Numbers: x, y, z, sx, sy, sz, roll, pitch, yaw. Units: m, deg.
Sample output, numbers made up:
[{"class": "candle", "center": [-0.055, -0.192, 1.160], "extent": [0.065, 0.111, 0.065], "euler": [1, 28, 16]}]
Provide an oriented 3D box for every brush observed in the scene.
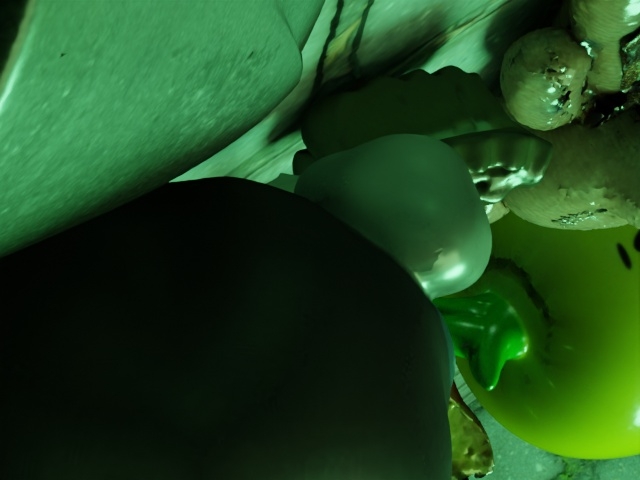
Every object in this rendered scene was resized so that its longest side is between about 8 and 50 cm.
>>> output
[{"class": "brush", "center": [-0.009, -0.026, 0.764], "extent": [0.301, 0.084, 0.071], "euler": [-19, 138, -37]}]

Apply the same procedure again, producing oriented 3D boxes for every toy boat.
[{"class": "toy boat", "center": [-0.069, -0.060, 0.445], "extent": [0.141, 0.092, 0.319], "euler": [-44, 174, 21]}]

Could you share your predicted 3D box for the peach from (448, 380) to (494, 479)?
[{"class": "peach", "center": [-0.054, 0.114, 0.944], "extent": [0.267, 0.159, 0.154], "euler": [-27, -163, -7]}]

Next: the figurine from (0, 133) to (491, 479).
[{"class": "figurine", "center": [-0.047, 0.151, 0.566], "extent": [0.206, 0.365, 0.218], "euler": [0, -170, 19]}]

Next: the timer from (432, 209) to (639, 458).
[{"class": "timer", "center": [0.186, 0.052, 1.211], "extent": [0.285, 0.285, 0.285], "euler": [-37, 168, -9]}]

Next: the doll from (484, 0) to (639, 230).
[{"class": "doll", "center": [0.200, -0.099, 0.934], "extent": [0.201, 0.156, 0.303], "euler": [-27, 160, -20]}]
